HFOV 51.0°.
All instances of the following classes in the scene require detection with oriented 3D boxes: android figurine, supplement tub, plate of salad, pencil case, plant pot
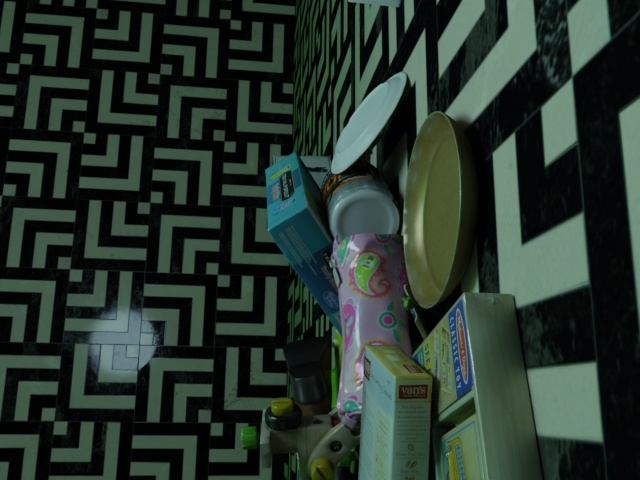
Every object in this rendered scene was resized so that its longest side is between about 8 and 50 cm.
[{"bbox_3d":[0.058,0.245,1.312,0.248,0.056,0.273,103,165,-57],"label":"android figurine"},{"bbox_3d":[0.062,-0.065,1.128,0.190,0.116,0.117,-104,18,-65],"label":"supplement tub"},{"bbox_3d":[0.084,-0.188,1.105,0.200,0.048,0.200,-50,18,22],"label":"plate of salad"},{"bbox_3d":[0.075,0.123,0.954,0.124,0.124,0.284,106,164,-61],"label":"pencil case"},{"bbox_3d":[0.144,-0.036,0.813,0.236,0.032,0.237,-178,90,-83],"label":"plant pot"}]

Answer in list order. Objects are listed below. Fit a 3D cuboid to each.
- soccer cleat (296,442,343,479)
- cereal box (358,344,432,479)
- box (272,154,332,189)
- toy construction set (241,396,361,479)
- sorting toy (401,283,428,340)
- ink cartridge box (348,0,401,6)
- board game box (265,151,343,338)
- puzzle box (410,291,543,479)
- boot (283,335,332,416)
[{"bbox_3d":[-0.004,0.478,1.464,0.143,0.115,0.332,137,135,-79],"label":"soccer cleat"},{"bbox_3d":[0.079,0.250,0.754,0.173,0.047,0.240,-156,69,-83],"label":"cereal box"},{"bbox_3d":[-0.043,-0.123,1.795,0.290,0.169,0.087,-100,12,-54],"label":"box"},{"bbox_3d":[-0.005,0.378,1.024,0.309,0.237,0.258,-98,13,-53],"label":"toy construction set"},{"bbox_3d":[0.119,0.088,0.872,0.083,0.012,0.062,58,-166,-44],"label":"sorting toy"},{"bbox_3d":[0.093,-0.461,1.126,0.090,0.092,0.143,101,168,-45],"label":"ink cartridge box"},{"bbox_3d":[0.000,0.000,1.226,0.254,0.079,0.336,57,-172,-22],"label":"board game box"},{"bbox_3d":[0.141,0.287,0.645,0.272,0.052,0.409,107,164,-61],"label":"puzzle box"},{"bbox_3d":[0.001,0.349,1.332,0.264,0.096,0.281,-124,23,-76],"label":"boot"}]
